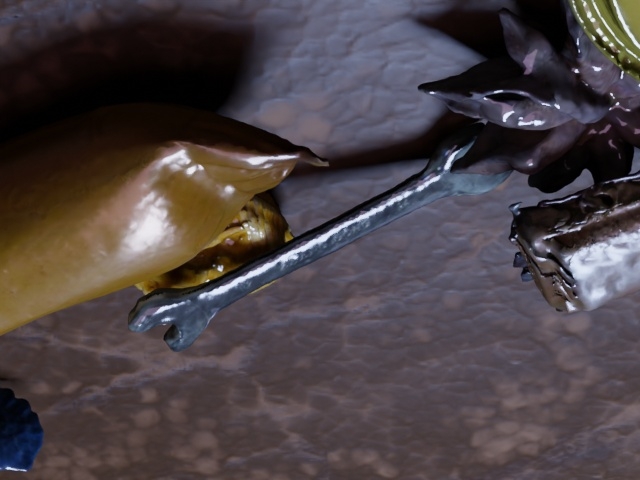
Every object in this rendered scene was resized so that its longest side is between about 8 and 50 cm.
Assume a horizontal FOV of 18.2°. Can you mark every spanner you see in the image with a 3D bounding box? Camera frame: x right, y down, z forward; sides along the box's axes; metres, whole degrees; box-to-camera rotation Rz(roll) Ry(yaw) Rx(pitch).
[{"bbox_3d":[0.000,0.000,1.210,0.254,0.015,0.054,-27,137,4],"label":"spanner"}]

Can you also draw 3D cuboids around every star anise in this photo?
[{"bbox_3d":[0.163,-0.081,1.137,0.182,0.065,0.195,24,125,-33],"label":"star anise"}]

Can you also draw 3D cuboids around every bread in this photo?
[{"bbox_3d":[-0.070,0.004,1.243,0.111,0.044,0.083,-17,139,19],"label":"bread"}]

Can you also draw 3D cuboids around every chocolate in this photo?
[{"bbox_3d":[0.268,-0.033,1.145,0.329,0.065,0.102,-20,154,6],"label":"chocolate"}]

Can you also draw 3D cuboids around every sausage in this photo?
[{"bbox_3d":[-0.146,-0.014,1.173,0.328,0.112,0.112,-20,135,20],"label":"sausage"}]

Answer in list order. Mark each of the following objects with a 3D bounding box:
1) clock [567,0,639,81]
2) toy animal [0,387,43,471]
[{"bbox_3d":[0.239,-0.159,1.020,0.237,0.057,0.237,-4,125,-6],"label":"clock"},{"bbox_3d":[-0.329,0.122,1.347,0.255,0.176,0.239,32,135,14],"label":"toy animal"}]
